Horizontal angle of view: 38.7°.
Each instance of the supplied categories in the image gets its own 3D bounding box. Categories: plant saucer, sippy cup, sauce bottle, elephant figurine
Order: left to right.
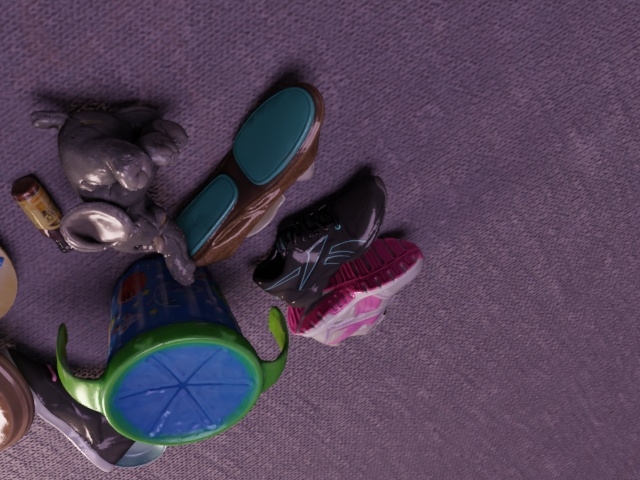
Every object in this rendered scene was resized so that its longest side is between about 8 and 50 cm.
[{"bbox_3d":[-0.576,0.239,1.386,0.278,0.041,0.278,4,127,5],"label":"plant saucer"},{"bbox_3d":[-0.385,-0.033,1.283,0.042,0.042,0.128,-25,135,2],"label":"sauce bottle"},{"bbox_3d":[-0.270,-0.050,1.226,0.169,0.186,0.239,-27,143,-43],"label":"elephant figurine"},{"bbox_3d":[-0.339,0.368,1.659,0.119,0.021,0.119,-11,132,-12],"label":"plant saucer"},{"bbox_3d":[-0.221,0.149,1.374,0.305,0.224,0.240,29,116,-36],"label":"sippy cup"}]

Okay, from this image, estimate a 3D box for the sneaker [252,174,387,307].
[{"bbox_3d":[0.000,0.000,1.409,0.106,0.101,0.267,24,118,-31],"label":"sneaker"}]

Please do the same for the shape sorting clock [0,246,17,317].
[{"bbox_3d":[-0.539,0.053,1.301,0.206,0.040,0.206,-5,124,-8],"label":"shape sorting clock"}]

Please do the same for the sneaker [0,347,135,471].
[{"bbox_3d":[-0.387,0.240,1.491,0.147,0.104,0.296,-41,122,-7],"label":"sneaker"}]

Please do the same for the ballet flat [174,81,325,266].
[{"bbox_3d":[-0.084,-0.085,1.311,0.124,0.116,0.342,8,129,-50],"label":"ballet flat"}]

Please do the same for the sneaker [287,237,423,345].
[{"bbox_3d":[0.070,0.089,1.520,0.252,0.103,0.111,-33,137,18],"label":"sneaker"}]
